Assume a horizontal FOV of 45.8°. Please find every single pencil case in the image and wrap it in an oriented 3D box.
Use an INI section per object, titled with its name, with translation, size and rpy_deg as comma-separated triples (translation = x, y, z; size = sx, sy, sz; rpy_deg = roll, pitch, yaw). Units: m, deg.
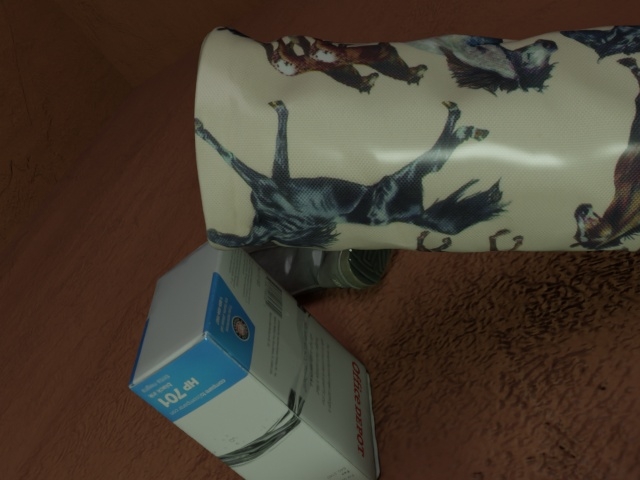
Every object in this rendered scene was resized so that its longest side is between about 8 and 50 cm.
[pencil case]
translation = 0.101, -0.080, 0.541
size = 0.410, 0.160, 0.184
rpy_deg = -1, 45, 8

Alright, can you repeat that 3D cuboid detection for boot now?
[boot]
translation = -0.001, -0.002, 0.865
size = 0.208, 0.076, 0.190
rpy_deg = -19, 30, 50

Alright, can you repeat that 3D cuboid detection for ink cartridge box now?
[ink cartridge box]
translation = -0.045, 0.107, 0.599
size = 0.082, 0.191, 0.140
rpy_deg = -34, 26, 18
